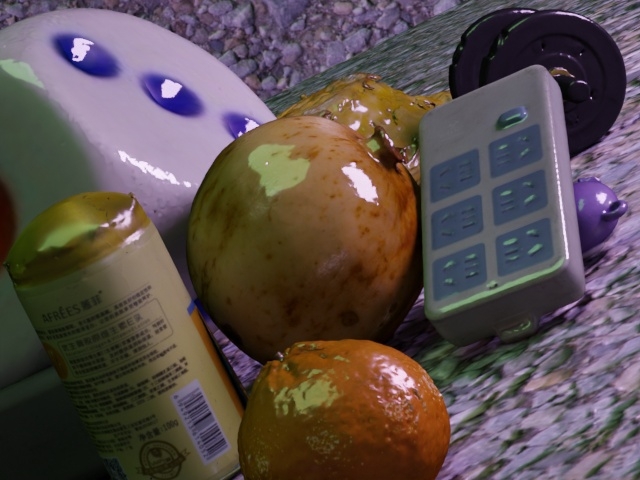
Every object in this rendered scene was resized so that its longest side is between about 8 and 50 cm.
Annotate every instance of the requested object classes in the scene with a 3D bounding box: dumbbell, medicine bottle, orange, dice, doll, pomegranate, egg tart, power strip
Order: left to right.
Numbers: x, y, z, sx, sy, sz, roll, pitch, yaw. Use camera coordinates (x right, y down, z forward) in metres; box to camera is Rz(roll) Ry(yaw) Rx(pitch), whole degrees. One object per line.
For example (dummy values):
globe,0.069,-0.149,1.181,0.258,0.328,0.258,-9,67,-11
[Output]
dice,-0.221,-0.027,1.616,0.304,0.277,0.304,-52,-20,25
medicine bottle,-0.143,0.077,1.309,0.124,0.238,0.124,-24,12,5
pomegranate,0.000,0.000,1.398,0.215,0.215,0.215,-27,11,6
egg tart,0.008,-0.093,1.971,0.341,0.132,0.341,-28,13,7
orange,0.011,0.118,1.074,0.136,0.117,0.135,-30,17,10
power strip,0.137,-0.032,1.339,0.118,0.046,0.270,-25,37,23
doll,0.168,-0.010,1.390,0.206,0.067,0.110,-11,32,52
dumbbell,0.215,-0.163,1.754,0.143,0.143,0.325,-29,11,-3

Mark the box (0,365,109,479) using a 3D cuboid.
box,-0.279,0.186,1.489,0.244,0.103,0.055,-25,8,16
